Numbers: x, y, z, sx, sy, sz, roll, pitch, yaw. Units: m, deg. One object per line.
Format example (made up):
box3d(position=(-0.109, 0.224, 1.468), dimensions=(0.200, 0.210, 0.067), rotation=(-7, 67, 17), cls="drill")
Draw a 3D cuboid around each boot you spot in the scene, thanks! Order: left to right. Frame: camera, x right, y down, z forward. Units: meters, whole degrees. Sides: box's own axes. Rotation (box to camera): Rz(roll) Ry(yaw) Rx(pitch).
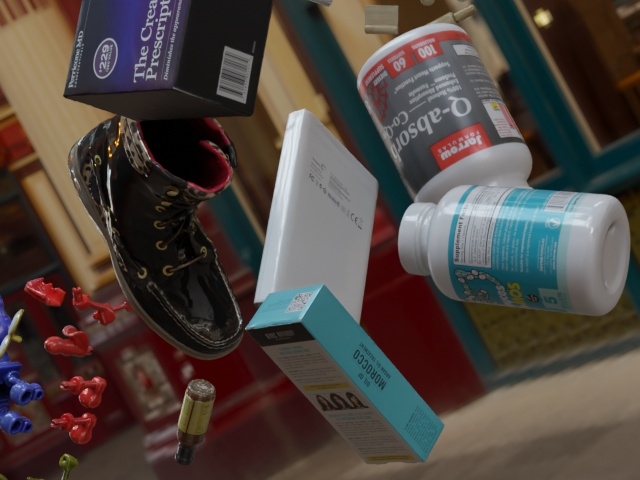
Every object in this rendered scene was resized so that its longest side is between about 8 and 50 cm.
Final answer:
box3d(position=(-0.194, -0.032, 2.007), dimensions=(0.138, 0.377, 0.284), rotation=(-26, -7, -30), cls="boot")

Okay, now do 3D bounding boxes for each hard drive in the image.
box3d(position=(0.000, 0.000, 2.326), dimensions=(0.047, 0.233, 0.353), rotation=(-13, 52, 31), cls="hard drive")

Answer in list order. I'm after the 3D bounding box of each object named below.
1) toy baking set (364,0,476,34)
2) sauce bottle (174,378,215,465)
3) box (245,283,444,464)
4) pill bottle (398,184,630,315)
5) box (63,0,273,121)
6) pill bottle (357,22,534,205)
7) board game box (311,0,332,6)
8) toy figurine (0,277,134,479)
box3d(position=(0.174, -0.440, 2.521), dimensions=(0.256, 0.196, 0.030), rotation=(-22, 12, 19), cls="toy baking set")
box3d(position=(-0.173, 0.247, 1.984), dimensions=(0.042, 0.042, 0.128), rotation=(-30, -35, -52), cls="sauce bottle")
box3d(position=(0.030, 0.159, 1.696), dimensions=(0.100, 0.244, 0.060), rotation=(-11, 36, 47), cls="box")
box3d(position=(0.231, 0.008, 1.788), dimensions=(0.264, 0.146, 0.146), rotation=(6, 20, 30), cls="pill bottle")
box3d(position=(-0.134, -0.252, 1.400), dimensions=(0.103, 0.261, 0.184), rotation=(15, -9, -39), cls="box")
box3d(position=(0.223, -0.159, 2.432), dimensions=(0.210, 0.363, 0.210), rotation=(-23, -19, -8), cls="pill bottle")
box3d(position=(0.002, -0.470, 1.909), dimensions=(0.193, 0.053, 0.305), rotation=(7, -71, -57), cls="board game box")
box3d(position=(-0.404, 0.179, 1.757), dimensions=(0.191, 0.217, 0.362), rotation=(1, -66, -54), cls="toy figurine")
